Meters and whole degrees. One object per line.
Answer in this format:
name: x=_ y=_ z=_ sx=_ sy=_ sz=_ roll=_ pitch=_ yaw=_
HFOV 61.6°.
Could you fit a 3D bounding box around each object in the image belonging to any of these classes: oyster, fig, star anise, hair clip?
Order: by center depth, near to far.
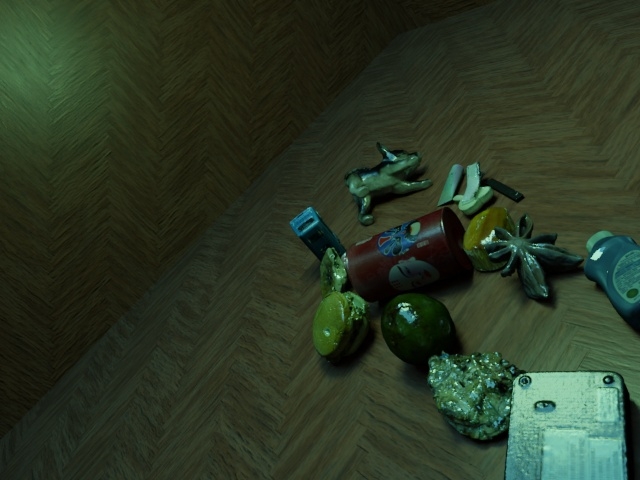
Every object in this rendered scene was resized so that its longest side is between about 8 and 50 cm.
oyster: x=0.351 y=0.334 z=1.214 sx=0.198 sy=0.092 sz=0.260 roll=-43 pitch=31 yaw=-11
star anise: x=0.538 y=0.042 z=1.392 sx=0.199 sy=0.110 sz=0.257 roll=-26 pitch=45 yaw=-9
fig: x=0.268 y=0.214 z=1.411 sx=0.196 sy=0.195 sz=0.245 roll=-12 pitch=14 yaw=43
hair clip: x=0.507 y=-0.163 z=1.811 sx=0.159 sy=0.071 sz=0.218 roll=-29 pitch=29 yaw=43

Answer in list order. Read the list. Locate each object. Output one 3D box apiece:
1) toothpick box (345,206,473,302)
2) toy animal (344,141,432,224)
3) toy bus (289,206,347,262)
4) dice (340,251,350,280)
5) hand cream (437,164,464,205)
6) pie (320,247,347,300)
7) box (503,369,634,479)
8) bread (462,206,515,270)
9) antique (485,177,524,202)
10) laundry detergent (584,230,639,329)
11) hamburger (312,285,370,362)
toothpick box: x=0.268 y=0.049 z=1.641 sx=0.334 sy=0.204 sz=0.204 roll=-24 pitch=30 yaw=30
toy animal: x=0.250 y=-0.269 z=2.178 sx=0.345 sy=0.194 sz=0.302 roll=-29 pitch=33 yaw=9
toy bus: x=0.000 y=0.000 z=2.023 sx=0.114 sy=0.246 sz=0.134 roll=-37 pitch=38 yaw=3
dice: x=0.127 y=0.087 z=1.886 sx=0.094 sy=0.091 sz=0.093 roll=-30 pitch=28 yaw=16
hand cream: x=0.473 y=-0.199 z=1.947 sx=0.076 sy=0.047 sz=0.174 roll=-29 pitch=28 yaw=56
pie: x=0.041 y=0.141 z=1.863 sx=0.052 sy=0.184 sz=0.218 roll=0 pitch=33 yaw=-17
box: x=0.448 y=0.402 z=0.976 sx=0.212 sy=0.058 sz=0.350 roll=-11 pitch=43 yaw=34
bread: x=0.490 y=-0.011 z=1.560 sx=0.132 sy=0.114 sz=0.190 roll=-18 pitch=28 yaw=41
antique: x=0.601 y=-0.167 z=1.760 sx=0.031 sy=0.015 sz=0.192 roll=-38 pitch=26 yaw=3
laundry detergent: x=0.685 y=0.071 z=1.204 sx=0.143 sy=0.094 sz=0.289 roll=-38 pitch=22 yaw=16
hamburger: x=0.059 y=0.264 z=1.633 sx=0.189 sy=0.122 sz=0.215 roll=40 pitch=111 yaw=56
